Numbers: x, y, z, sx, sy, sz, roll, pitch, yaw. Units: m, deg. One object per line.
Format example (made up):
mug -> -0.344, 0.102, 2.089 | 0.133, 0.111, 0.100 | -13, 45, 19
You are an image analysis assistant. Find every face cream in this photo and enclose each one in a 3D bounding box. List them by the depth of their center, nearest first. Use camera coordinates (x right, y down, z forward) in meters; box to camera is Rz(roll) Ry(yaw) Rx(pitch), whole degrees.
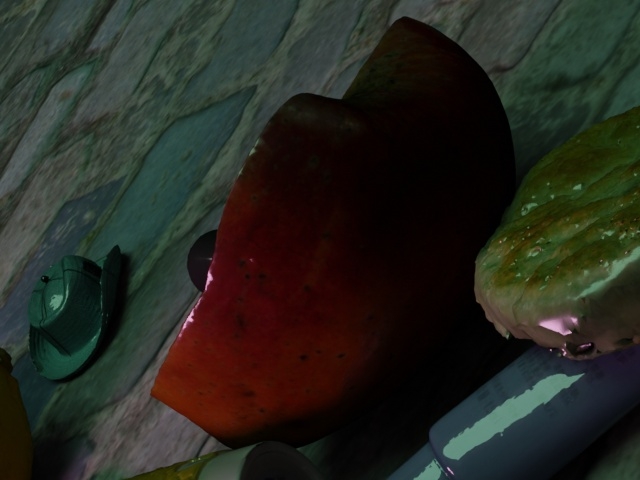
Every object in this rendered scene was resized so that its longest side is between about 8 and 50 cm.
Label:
face cream -> 0.184, 0.112, 1.344 | 0.385, 0.086, 0.135 | -41, 24, 9

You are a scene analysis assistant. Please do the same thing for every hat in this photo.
hat -> -0.297, 0.070, 2.119 | 0.138, 0.078, 0.191 | -35, 32, 32

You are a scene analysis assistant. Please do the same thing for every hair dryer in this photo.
hair dryer -> -0.029, -0.039, 1.880 | 0.248, 0.070, 0.114 | -51, 25, -18

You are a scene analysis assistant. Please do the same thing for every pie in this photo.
pie -> 0.248, -0.036, 1.343 | 0.296, 0.078, 0.371 | -15, 26, 52

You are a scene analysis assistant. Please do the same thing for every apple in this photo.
apple -> 0.000, 0.000, 1.517 | 0.365, 0.329, 0.295 | -60, 41, 30

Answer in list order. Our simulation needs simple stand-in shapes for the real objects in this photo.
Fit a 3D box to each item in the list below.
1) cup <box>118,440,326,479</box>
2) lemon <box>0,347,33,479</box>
cup -> -0.094, 0.260, 1.514 | 0.226, 0.185, 0.241 | -26, 5, 31
lemon -> -0.442, 0.246, 1.933 | 0.268, 0.268, 0.322 | -8, 48, 53
